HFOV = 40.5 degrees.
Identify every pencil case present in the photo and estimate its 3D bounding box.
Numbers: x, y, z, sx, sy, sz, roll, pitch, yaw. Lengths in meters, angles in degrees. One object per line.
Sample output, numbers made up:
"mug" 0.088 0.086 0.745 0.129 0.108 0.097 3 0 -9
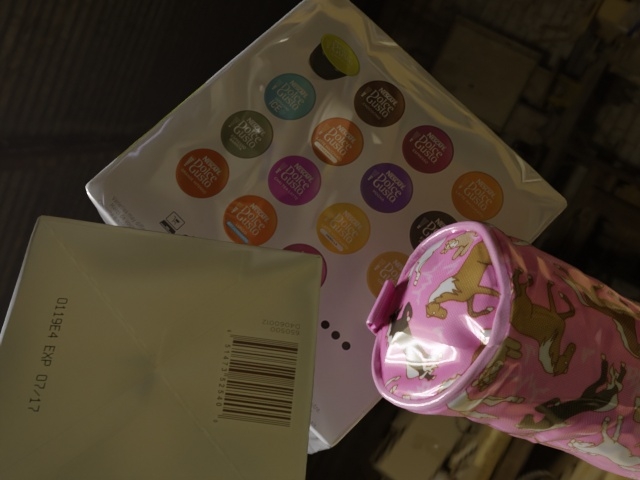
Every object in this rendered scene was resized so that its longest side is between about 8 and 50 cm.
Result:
"pencil case" 0.228 0.115 0.707 0.167 0.386 0.160 -46 32 36

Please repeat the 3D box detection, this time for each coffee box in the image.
"coffee box" 0.000 0.000 0.972 0.334 0.337 0.338 -43 -9 -13

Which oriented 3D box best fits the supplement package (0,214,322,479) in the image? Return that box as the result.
"supplement package" -0.085 0.116 0.458 0.244 0.133 0.139 106 171 -57
